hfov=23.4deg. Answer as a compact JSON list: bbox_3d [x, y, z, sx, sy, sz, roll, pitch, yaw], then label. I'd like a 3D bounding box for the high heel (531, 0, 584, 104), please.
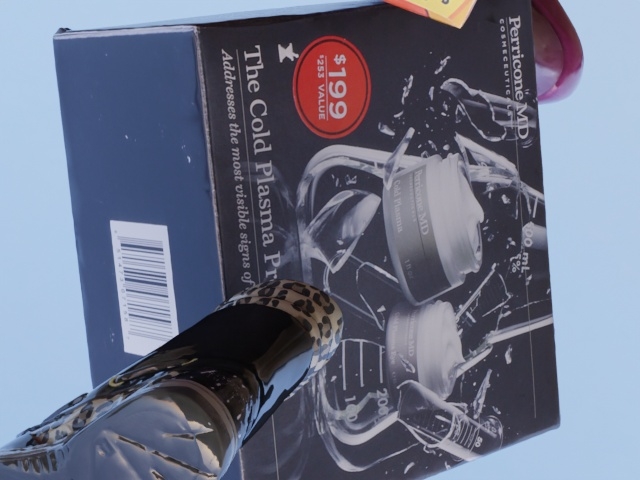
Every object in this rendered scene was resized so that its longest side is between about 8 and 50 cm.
[{"bbox_3d":[0.112,-0.285,1.428,0.181,0.127,0.377,-3,-114,-64],"label":"high heel"}]

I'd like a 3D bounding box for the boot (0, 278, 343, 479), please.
[{"bbox_3d":[-0.104,0.112,0.910,0.085,0.236,0.178,58,-145,-5],"label":"boot"}]

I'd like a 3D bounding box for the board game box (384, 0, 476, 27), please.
[{"bbox_3d":[0.008,-0.422,0.986,0.356,0.356,0.356,21,-145,-6],"label":"board game box"}]

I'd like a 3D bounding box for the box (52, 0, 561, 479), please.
[{"bbox_3d":[0.000,0.000,1.127,0.312,0.343,0.179,-14,-167,-40],"label":"box"}]
